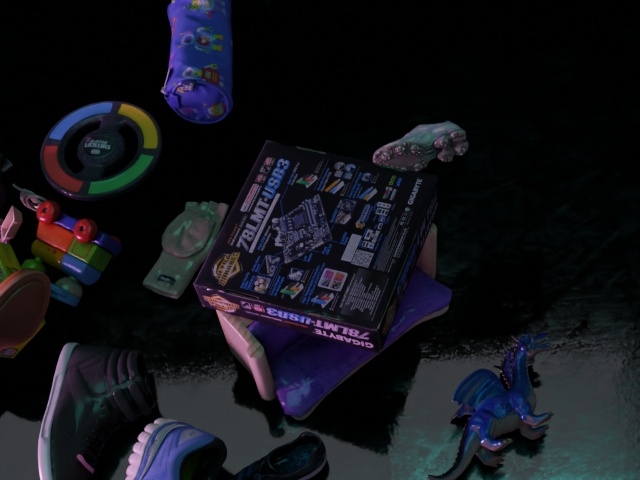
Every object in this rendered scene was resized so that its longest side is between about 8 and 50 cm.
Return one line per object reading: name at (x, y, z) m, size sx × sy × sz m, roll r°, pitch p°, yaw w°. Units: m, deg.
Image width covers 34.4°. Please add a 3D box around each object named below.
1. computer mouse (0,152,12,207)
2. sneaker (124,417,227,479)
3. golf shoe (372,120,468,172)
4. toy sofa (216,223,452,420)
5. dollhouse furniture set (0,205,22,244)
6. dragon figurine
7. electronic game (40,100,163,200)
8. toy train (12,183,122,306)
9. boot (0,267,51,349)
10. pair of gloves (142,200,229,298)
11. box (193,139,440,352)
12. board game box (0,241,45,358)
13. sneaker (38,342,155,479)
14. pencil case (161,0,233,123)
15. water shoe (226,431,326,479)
computer mouse at (-0.602, -0.074, 1.803) m, size 0.188 × 0.072 × 0.272 m, roll -38°, pitch 19°, yaw -16°
sneaker at (-0.228, 0.403, 1.449) m, size 0.147 × 0.130 × 0.330 m, roll 0°, pitch 54°, yaw 32°
golf shoe at (0.174, -0.170, 1.861) m, size 0.176 × 0.069 × 0.086 m, roll -13°, pitch 36°, yaw -7°
toy sofa at (0.033, 0.101, 1.631) m, size 0.362 × 0.150 × 0.177 m, roll -34°, pitch 59°, yaw -17°
dollhouse furniture set at (-0.572, -0.033, 1.787) m, size 0.081 × 0.114 × 0.091 m, roll 8°, pitch 48°, yaw -34°
dragon figurine at (0.246, 0.252, 1.547) m, size 0.289 × 0.085 × 0.144 m, roll -31°, pitch 59°, yaw -15°
electronic game at (-0.405, -0.169, 1.915) m, size 0.229 × 0.048 × 0.229 m, roll -2°, pitch 56°, yaw 4°
toy train at (-0.476, 0.008, 1.787) m, size 0.248 × 0.105 × 0.143 m, roll 24°, pitch 79°, yaw 25°
boot at (-0.557, 0.103, 1.667) m, size 0.283 × 0.109 × 0.220 m, roll -55°, pitch 50°, yaw 20°
pair of gloves at (-0.160, 0.027, 1.765) m, size 0.240 × 0.042 × 0.204 m, roll 11°, pitch 62°, yaw 15°
box at (0.000, 0.000, 1.570) m, size 0.293 × 0.073 × 0.296 m, roll 12°, pitch 57°, yaw 19°
board game box at (-0.532, 0.097, 1.728) m, size 0.092 × 0.043 × 0.181 m, roll -45°, pitch 57°, yaw 18°
sneaker at (-0.334, 0.279, 1.574) m, size 0.146 × 0.105 × 0.296 m, roll -6°, pitch 52°, yaw 8°
pencil case at (-0.234, -0.364, 1.984) m, size 0.133 × 0.119 × 0.306 m, roll 4°, pitch 54°, yaw -11°
water shoe at (-0.085, 0.345, 1.521) m, size 0.203 × 0.080 × 0.073 m, roll -32°, pitch 59°, yaw -15°
